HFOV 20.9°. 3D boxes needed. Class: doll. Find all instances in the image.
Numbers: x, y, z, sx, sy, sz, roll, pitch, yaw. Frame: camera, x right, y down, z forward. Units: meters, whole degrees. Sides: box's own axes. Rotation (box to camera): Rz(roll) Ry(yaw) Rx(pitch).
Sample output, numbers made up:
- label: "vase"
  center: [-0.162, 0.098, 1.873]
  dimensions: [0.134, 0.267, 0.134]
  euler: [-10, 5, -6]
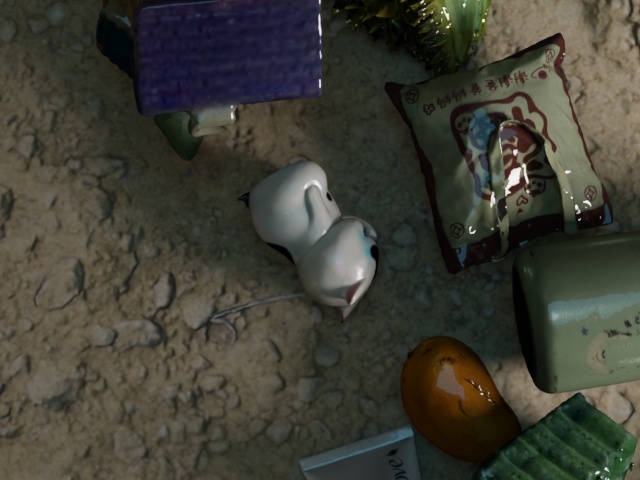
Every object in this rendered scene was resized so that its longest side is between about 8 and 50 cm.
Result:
- label: "doll"
  center: [-0.002, -0.007, 1.958]
  dimensions: [0.107, 0.110, 0.181]
  euler: [-40, 82, -6]

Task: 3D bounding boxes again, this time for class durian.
- label: "durian"
  center: [0.080, -0.370, 2.060]
  dimensions: [0.198, 0.163, 0.394]
  euler: [-15, 80, -42]

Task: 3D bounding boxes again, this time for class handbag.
- label: "handbag"
  center: [0.208, -0.101, 1.967]
  dimensions: [0.213, 0.127, 0.235]
  euler: [-17, 80, -5]

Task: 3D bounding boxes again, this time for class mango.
- label: "mango"
  center: [0.152, 0.183, 1.927]
  dimensions: [0.105, 0.084, 0.159]
  euler: [-38, 80, -1]

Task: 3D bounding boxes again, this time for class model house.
- label: "model house"
  center: [-0.120, -0.243, 1.913]
  dimensions: [0.245, 0.312, 0.280]
  euler: [-6, 79, -12]

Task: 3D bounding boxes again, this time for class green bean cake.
- label: "green bean cake"
  center: [0.246, 0.290, 1.881]
  dimensions: [0.107, 0.193, 0.208]
  euler: [31, 45, 28]

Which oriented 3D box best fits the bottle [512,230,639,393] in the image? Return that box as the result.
- label: "bottle"
  center: [0.391, 0.066, 1.908]
  dimensions: [0.346, 0.168, 0.169]
  euler: [-8, 78, -2]

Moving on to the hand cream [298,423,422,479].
- label: "hand cream"
  center: [0.078, 0.331, 1.905]
  dimensions: [0.133, 0.083, 0.248]
  euler: [-19, 68, -6]
